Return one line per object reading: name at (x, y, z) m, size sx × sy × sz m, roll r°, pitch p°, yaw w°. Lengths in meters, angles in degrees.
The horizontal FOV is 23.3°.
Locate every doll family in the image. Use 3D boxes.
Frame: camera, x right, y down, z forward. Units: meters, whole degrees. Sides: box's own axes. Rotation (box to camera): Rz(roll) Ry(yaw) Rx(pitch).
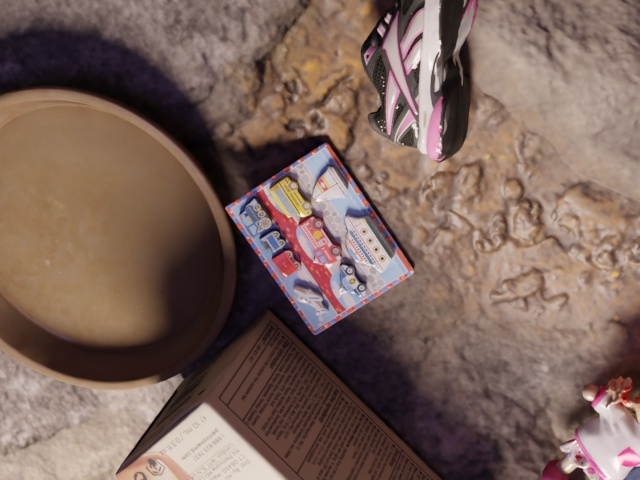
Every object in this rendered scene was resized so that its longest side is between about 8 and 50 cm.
doll family at (0.309, 0.200, 1.202) m, size 0.263 × 0.118 × 0.163 m, roll 50°, pitch 128°, yaw 11°

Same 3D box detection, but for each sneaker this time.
sneaker at (0.064, -0.145, 1.118) m, size 0.077 × 0.072 × 0.178 m, roll 13°, pitch 114°, yaw 23°

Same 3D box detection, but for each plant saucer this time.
plant saucer at (-0.196, -0.003, 1.289) m, size 0.277 × 0.041 × 0.278 m, roll 7°, pitch 118°, yaw 14°

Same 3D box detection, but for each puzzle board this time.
puzzle board at (0.000, 0.000, 1.225) m, size 0.096 × 0.011 × 0.128 m, roll -32°, pitch 104°, yaw 9°

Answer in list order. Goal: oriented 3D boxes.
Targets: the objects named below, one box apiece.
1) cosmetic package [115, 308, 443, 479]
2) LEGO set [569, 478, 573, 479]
cosmetic package at (-0.002, 0.223, 1.277) m, size 0.296 × 0.153 × 0.129 m, roll 45°, pitch 122°, yaw -6°
LEGO set at (0.167, 0.312, 1.232) m, size 0.060 × 0.244 × 0.182 m, roll 13°, pitch 138°, yaw 28°
